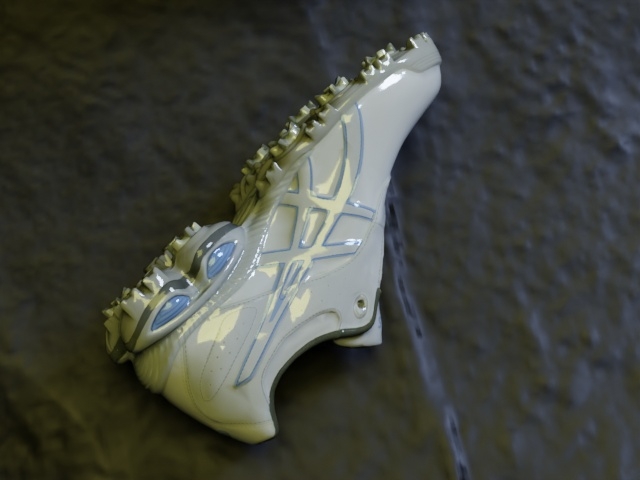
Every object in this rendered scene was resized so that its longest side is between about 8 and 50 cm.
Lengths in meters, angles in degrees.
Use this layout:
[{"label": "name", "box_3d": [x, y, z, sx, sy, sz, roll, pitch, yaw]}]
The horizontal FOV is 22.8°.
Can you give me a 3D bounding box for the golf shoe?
[{"label": "golf shoe", "box_3d": [0.000, 0.000, 0.610, 0.086, 0.069, 0.176, 43, 76, -5]}]
